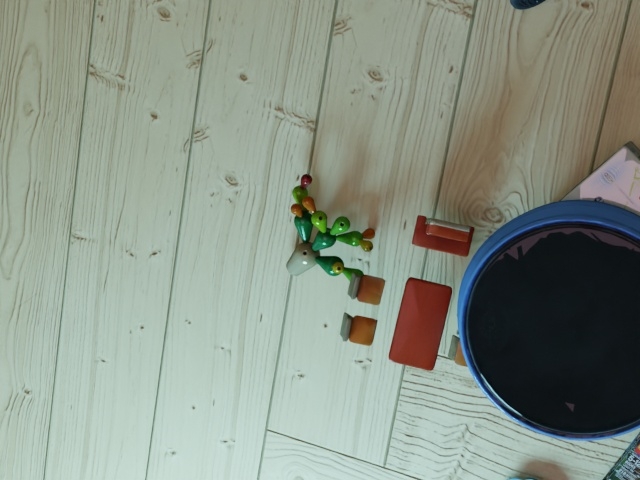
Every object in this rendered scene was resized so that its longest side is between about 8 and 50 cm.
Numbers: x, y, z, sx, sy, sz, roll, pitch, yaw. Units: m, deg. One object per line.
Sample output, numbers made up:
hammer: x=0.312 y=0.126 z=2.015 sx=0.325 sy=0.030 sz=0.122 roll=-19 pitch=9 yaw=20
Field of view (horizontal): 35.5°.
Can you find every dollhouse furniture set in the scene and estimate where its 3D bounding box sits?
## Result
dollhouse furniture set: x=0.184 y=0.092 z=1.720 sx=0.262 sy=0.135 sz=0.259 roll=12 pitch=92 yaw=-1

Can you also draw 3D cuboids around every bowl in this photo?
bowl: x=0.405 y=0.134 z=1.582 sx=0.391 sy=0.077 sz=0.391 roll=5 pitch=104 yaw=18

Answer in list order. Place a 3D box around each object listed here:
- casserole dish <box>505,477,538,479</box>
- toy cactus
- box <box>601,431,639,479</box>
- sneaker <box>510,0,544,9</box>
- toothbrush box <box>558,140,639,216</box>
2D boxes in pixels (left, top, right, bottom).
casserole dish: x=0.387 y=0.511 z=1.816 sx=0.114 sy=0.037 sz=0.188 roll=-29 pitch=88 yaw=23
toy cactus: x=0.000 y=0.000 z=1.850 sx=0.219 sy=0.112 sz=0.180 roll=50 pitch=131 yaw=3
box: x=0.608 y=0.450 z=1.714 sx=0.233 sy=0.044 sz=0.159 roll=35 pitch=110 yaw=12
sneaker: x=0.377 y=-0.472 z=1.629 sx=0.209 sy=0.069 sz=0.082 roll=-51 pitch=47 yaw=30
toothbrush box: x=0.517 y=0.012 z=1.627 sx=0.206 sy=0.122 sz=0.283 roll=-43 pitch=82 yaw=22
